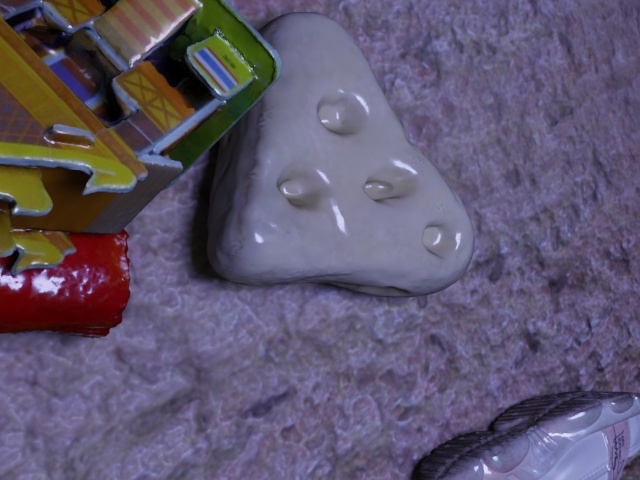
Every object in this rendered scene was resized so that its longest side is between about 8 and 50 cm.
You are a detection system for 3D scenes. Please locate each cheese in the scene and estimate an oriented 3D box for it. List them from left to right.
[{"bbox_3d":[0.037,-0.102,0.893,0.351,0.129,0.328,6,76,-29],"label":"cheese"}]

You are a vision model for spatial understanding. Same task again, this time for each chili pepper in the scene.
[{"bbox_3d":[-0.350,0.021,0.665,0.338,0.131,0.134,6,88,-30],"label":"chili pepper"}]

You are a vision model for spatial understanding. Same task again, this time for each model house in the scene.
[{"bbox_3d":[-0.267,-0.155,0.582,0.357,0.242,0.313,49,37,-9],"label":"model house"}]

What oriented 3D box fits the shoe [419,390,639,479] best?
[{"bbox_3d":[0.314,0.332,1.013,0.351,0.172,0.198,-17,86,-18],"label":"shoe"}]
